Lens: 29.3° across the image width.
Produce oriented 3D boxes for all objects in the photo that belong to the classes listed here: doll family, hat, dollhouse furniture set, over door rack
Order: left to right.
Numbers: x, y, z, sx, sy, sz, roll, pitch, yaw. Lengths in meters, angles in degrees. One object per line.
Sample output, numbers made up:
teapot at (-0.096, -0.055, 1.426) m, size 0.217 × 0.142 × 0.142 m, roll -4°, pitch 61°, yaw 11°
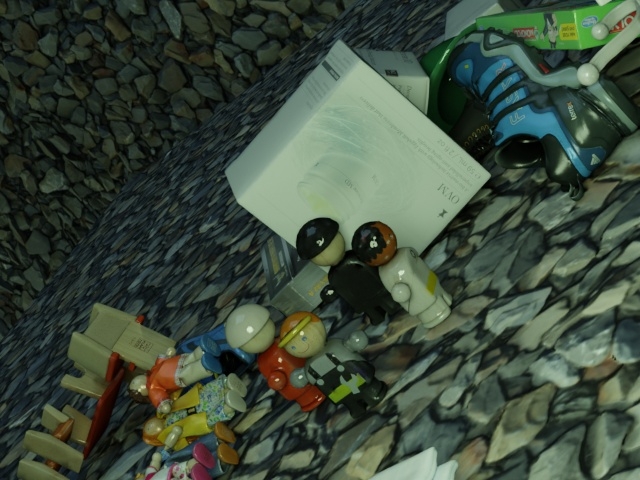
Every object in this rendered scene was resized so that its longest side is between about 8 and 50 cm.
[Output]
dollhouse furniture set at (-0.317, 0.228, 1.834) m, size 0.262 × 0.135 × 0.259 m, roll -61°, pitch -5°, yaw -49°
doll family at (-0.171, 0.253, 1.488) m, size 0.163 × 0.118 × 0.263 m, roll -29°, pitch 38°, yaw 27°
hat at (0.158, -0.254, 1.718) m, size 0.183 × 0.173 × 0.208 m, roll 44°, pitch 118°, yaw 39°
over door rack at (0.289, -0.170, 1.126) m, size 0.108 × 0.239 × 0.324 m, roll -38°, pitch 15°, yaw 14°

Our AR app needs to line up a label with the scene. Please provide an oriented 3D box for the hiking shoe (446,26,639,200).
hiking shoe at (0.221, -0.153, 1.397) m, size 0.132 × 0.113 × 0.304 m, roll -53°, pitch 34°, yaw -1°

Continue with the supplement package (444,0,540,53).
supplement package at (0.261, -0.318, 1.873) m, size 0.105 × 0.105 × 0.179 m, roll -38°, pitch 17°, yaw 22°

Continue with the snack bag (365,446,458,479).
snack bag at (-0.055, 0.336, 0.978) m, size 0.323 × 0.037 × 0.342 m, roll -35°, pitch 14°, yaw 45°

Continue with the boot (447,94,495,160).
boot at (0.219, -0.131, 1.582) m, size 0.137 × 0.077 × 0.198 m, roll -57°, pitch 15°, yaw 12°

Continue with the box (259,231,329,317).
box at (0.000, 0.000, 1.735) m, size 0.183 × 0.056 × 0.231 m, roll -47°, pitch 18°, yaw 9°

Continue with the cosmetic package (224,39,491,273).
cosmetic package at (0.042, -0.081, 1.503) m, size 0.224 × 0.224 × 0.138 m, roll -48°, pitch 21°, yaw 9°

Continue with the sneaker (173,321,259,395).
sneaker at (-0.159, 0.176, 1.699) m, size 0.209 × 0.069 × 0.082 m, roll -32°, pitch 23°, yaw 37°

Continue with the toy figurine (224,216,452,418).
toy figurine at (0.017, 0.077, 1.348) m, size 0.213 × 0.148 × 0.209 m, roll -48°, pitch 15°, yaw -17°

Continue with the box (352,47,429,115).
box at (0.072, -0.156, 1.659) m, size 0.181 × 0.119 × 0.182 m, roll -99°, pitch 13°, yaw -70°

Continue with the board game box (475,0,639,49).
board game box at (0.336, -0.267, 1.448) m, size 0.213 × 0.046 × 0.317 m, roll -14°, pitch 11°, yaw -9°
